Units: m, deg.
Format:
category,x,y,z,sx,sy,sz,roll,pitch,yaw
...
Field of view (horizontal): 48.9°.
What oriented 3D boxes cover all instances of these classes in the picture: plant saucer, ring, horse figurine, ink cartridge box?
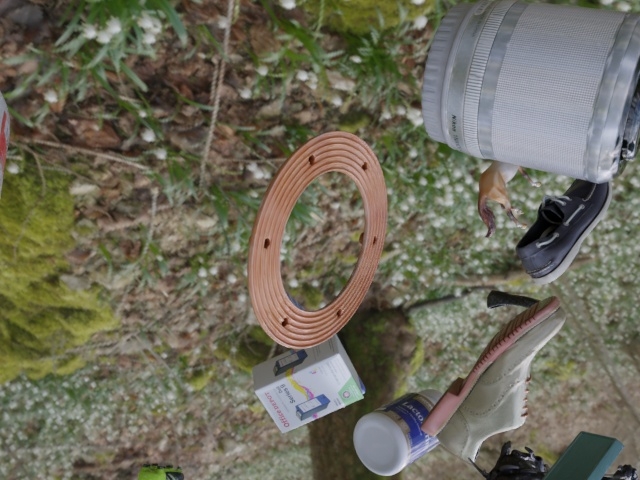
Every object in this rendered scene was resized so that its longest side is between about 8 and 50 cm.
category,x,y,z,sx,sy,sz,roll,pitch,yaw
plant saucer,0.343,0.321,0.962,0.192,0.067,0.018,-31,111,-38
ring,0.000,0.000,1.073,0.337,0.032,0.336,-24,121,-49
horse figurine,0.418,-0.138,1.570,0.174,0.066,0.263,35,77,-19
ink cartridge box,-0.030,0.326,1.614,0.213,0.093,0.154,-23,119,5

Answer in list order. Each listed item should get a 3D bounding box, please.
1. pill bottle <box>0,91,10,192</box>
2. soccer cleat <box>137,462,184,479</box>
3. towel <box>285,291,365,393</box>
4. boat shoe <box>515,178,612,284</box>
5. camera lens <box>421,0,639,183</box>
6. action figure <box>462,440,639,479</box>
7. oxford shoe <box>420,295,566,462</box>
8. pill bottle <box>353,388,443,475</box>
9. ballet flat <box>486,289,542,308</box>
category,x,y,z,sx,sy,sz,roll,pitch,yaw
pill bottle,-0.550,-0.091,0.944,0.229,0.407,0.229,-10,125,-14
soccer cleat,-0.279,0.423,1.212,0.179,0.060,0.072,79,18,-72
towel,0.001,0.302,2.070,0.040,0.243,0.336,-39,128,4
boat shoe,0.329,-0.035,0.955,0.206,0.065,0.075,-52,-166,-25
camera lens,0.303,-0.207,0.958,0.219,0.274,0.219,-40,139,-47
action figure,0.392,0.437,1.209,0.164,0.276,0.140,-52,129,-47
oxford shoe,0.365,0.275,1.379,0.397,0.146,0.140,-57,165,29
pill bottle,0.216,0.468,1.758,0.265,0.153,0.153,-12,132,-50
ballet flat,0.487,0.158,1.703,0.057,0.173,0.049,13,88,-54
